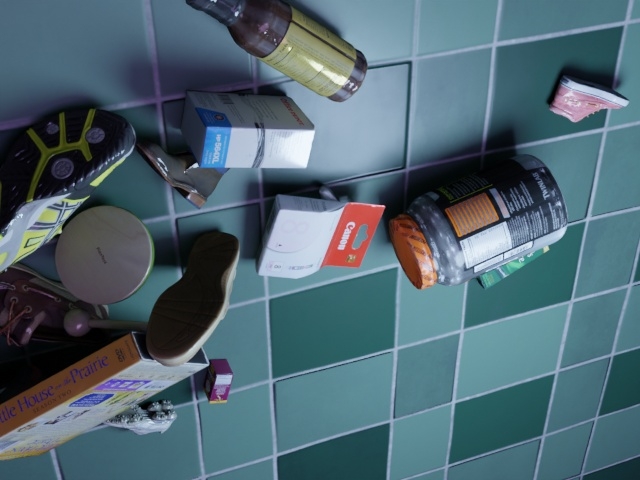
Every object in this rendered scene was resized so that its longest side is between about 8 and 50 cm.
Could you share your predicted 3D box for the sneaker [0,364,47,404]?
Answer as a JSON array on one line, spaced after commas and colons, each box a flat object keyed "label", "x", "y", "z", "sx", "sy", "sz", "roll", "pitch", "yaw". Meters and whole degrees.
[{"label": "sneaker", "x": -0.672, "y": 0.294, "z": 1.699, "sx": 0.276, "sy": 0.098, "sz": 0.135, "roll": -19, "pitch": 131, "yaw": -10}]

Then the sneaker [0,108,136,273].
[{"label": "sneaker", "x": -0.481, "y": -0.085, "z": 1.528, "sx": 0.384, "sy": 0.145, "sz": 0.147, "roll": -36, "pitch": 161, "yaw": -2}]

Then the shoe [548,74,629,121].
[{"label": "shoe", "x": 0.576, "y": -0.295, "z": 1.902, "sx": 0.178, "sy": 0.063, "sz": 0.081, "roll": 10, "pitch": 119, "yaw": -24}]

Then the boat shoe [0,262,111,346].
[{"label": "boat shoe", "x": -0.545, "y": 0.131, "z": 1.629, "sx": 0.342, "sy": 0.123, "sz": 0.123, "roll": 22, "pitch": 111, "yaw": -35}]

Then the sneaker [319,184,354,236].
[{"label": "sneaker", "x": 0.025, "y": -0.048, "z": 1.819, "sx": 0.061, "sy": 0.054, "sz": 0.152, "roll": -29, "pitch": 130, "yaw": -1}]

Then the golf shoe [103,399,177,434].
[{"label": "golf shoe", "x": -0.404, "y": 0.397, "z": 1.921, "sx": 0.176, "sy": 0.069, "sz": 0.086, "roll": 8, "pitch": 125, "yaw": -28}]

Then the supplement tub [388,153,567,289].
[{"label": "supplement tub", "x": 0.329, "y": -0.034, "z": 1.870, "sx": 0.338, "sy": 0.207, "sz": 0.207, "roll": -22, "pitch": 129, "yaw": -9}]

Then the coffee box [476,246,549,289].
[{"label": "coffee box", "x": 0.440, "y": 0.024, "z": 2.070, "sx": 0.184, "sy": 0.040, "sz": 0.113, "roll": -31, "pitch": 130, "yaw": -2}]

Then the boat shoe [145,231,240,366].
[{"label": "boat shoe", "x": -0.226, "y": 0.125, "z": 1.658, "sx": 0.121, "sy": 0.341, "sz": 0.110, "roll": 13, "pitch": 130, "yaw": 10}]

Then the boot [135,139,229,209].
[{"label": "boot", "x": -0.245, "y": -0.148, "z": 1.598, "sx": 0.106, "sy": 0.082, "sz": 0.219, "roll": -47, "pitch": 151, "yaw": -3}]

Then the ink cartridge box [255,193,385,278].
[{"label": "ink cartridge box", "x": 0.000, "y": 0.000, "z": 1.794, "sx": 0.232, "sy": 0.066, "sz": 0.189, "roll": 8, "pitch": 132, "yaw": -14}]

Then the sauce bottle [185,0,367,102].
[{"label": "sauce bottle", "x": -0.073, "y": -0.357, "z": 1.523, "sx": 0.344, "sy": 0.111, "sz": 0.111, "roll": 27, "pitch": 108, "yaw": -35}]

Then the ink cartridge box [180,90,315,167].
[{"label": "ink cartridge box", "x": -0.131, "y": -0.197, "z": 1.579, "sx": 0.203, "sy": 0.148, "sz": 0.086, "roll": 0, "pitch": 122, "yaw": -24}]

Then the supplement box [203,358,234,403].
[{"label": "supplement box", "x": -0.226, "y": 0.311, "z": 1.949, "sx": 0.043, "sy": 0.055, "sz": 0.083, "roll": 2, "pitch": 121, "yaw": -26}]

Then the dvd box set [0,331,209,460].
[{"label": "dvd box set", "x": -0.454, "y": 0.304, "z": 1.692, "sx": 0.420, "sy": 0.062, "sz": 0.307, "roll": -29, "pitch": 164, "yaw": 10}]

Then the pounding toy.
[{"label": "pounding toy", "x": -0.387, "y": 0.059, "z": 1.648, "sx": 0.183, "sy": 0.237, "sz": 0.110, "roll": -3, "pitch": 172, "yaw": 5}]
